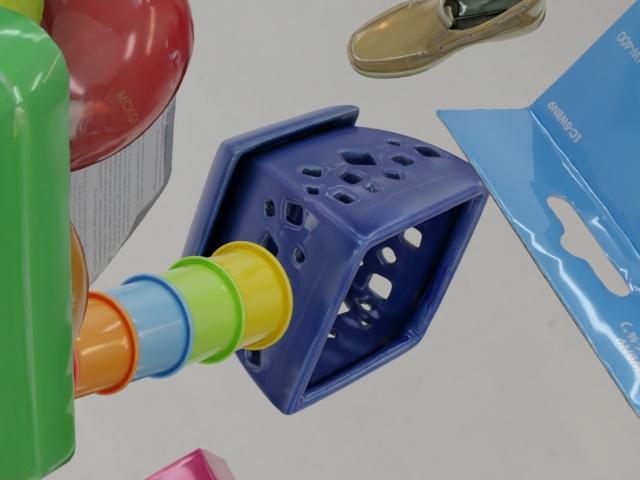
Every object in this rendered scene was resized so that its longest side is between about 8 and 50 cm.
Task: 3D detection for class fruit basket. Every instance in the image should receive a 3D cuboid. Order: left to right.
[{"bbox_3d":[-0.149,-0.052,0.623,0.165,0.327,0.353,16,44,9],"label":"fruit basket"}]

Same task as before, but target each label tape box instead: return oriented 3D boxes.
[{"bbox_3d":[0.270,-0.034,0.830,0.333,0.106,0.241,-2,45,-31],"label":"label tape box"}]

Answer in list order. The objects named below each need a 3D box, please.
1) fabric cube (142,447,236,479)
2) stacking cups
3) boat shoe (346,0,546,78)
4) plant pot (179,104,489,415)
[{"bbox_3d":[-0.181,0.439,1.826,0.259,0.254,0.258,-30,79,-3],"label":"fabric cube"},{"bbox_3d":[-0.144,0.077,1.114,0.316,0.096,0.096,-21,81,-55],"label":"stacking cups"},{"bbox_3d":[0.111,-0.203,1.343,0.190,0.072,0.068,-19,80,8],"label":"boat shoe"},{"bbox_3d":[0.000,0.000,1.500,0.212,0.236,0.236,38,37,24],"label":"plant pot"}]
